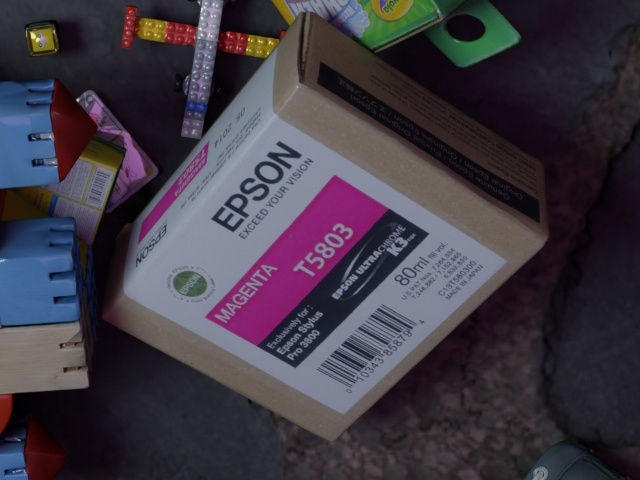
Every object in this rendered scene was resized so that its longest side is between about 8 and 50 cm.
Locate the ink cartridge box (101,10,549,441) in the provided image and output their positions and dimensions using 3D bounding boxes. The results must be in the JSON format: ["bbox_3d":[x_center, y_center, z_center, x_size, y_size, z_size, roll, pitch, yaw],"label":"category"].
[{"bbox_3d":[0.000,0.000,1.054,0.193,0.088,0.235,29,125,-19],"label":"ink cartridge box"}]

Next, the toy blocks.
[{"bbox_3d":[-0.257,0.035,1.034,0.261,0.191,0.381,-4,120,-2],"label":"toy blocks"}]

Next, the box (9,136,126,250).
[{"bbox_3d":[-0.231,-0.042,1.098,0.179,0.043,0.105,20,114,-6],"label":"box"}]

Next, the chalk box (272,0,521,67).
[{"bbox_3d":[0.043,-0.197,1.031,0.132,0.132,0.213,-42,102,-35],"label":"chalk box"}]

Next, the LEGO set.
[{"bbox_3d":[-0.086,-0.077,1.107,0.182,0.060,0.244,-38,104,4],"label":"LEGO set"}]

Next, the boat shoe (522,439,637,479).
[{"bbox_3d":[0.117,0.282,1.188,0.319,0.116,0.099,-52,57,13],"label":"boat shoe"}]
